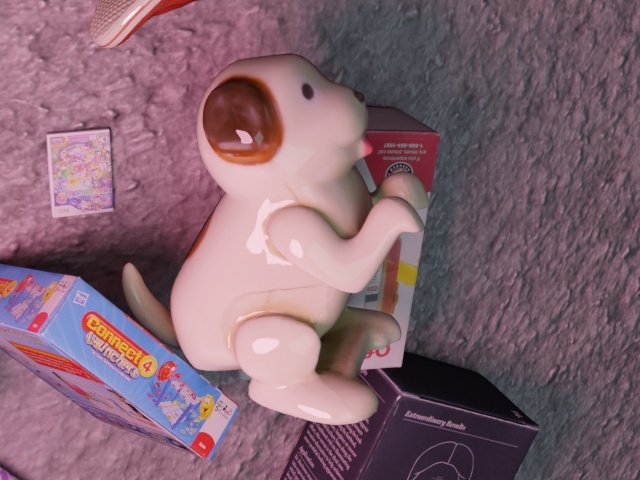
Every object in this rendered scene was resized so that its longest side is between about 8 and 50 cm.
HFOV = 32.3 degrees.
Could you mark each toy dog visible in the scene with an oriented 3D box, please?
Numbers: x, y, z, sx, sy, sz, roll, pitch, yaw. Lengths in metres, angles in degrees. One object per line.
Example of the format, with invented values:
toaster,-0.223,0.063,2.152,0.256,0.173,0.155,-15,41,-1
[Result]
toy dog,-0.050,-0.035,1.407,0.395,0.284,0.408,11,113,19

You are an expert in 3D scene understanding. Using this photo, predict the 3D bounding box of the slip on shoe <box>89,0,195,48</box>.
slip on shoe,-0.164,-0.357,1.466,0.331,0.123,0.101,-41,125,-10

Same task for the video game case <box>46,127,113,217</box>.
video game case,-0.336,-0.095,1.551,0.087,0.011,0.122,-8,114,-22

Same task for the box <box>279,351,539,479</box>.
box,0.122,0.403,1.849,0.293,0.212,0.396,19,102,-29

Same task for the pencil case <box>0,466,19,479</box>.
pencil case,-0.501,0.369,1.629,0.088,0.086,0.206,-31,122,17

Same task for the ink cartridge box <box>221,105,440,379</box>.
ink cartridge box,0.000,0.000,1.656,0.279,0.160,0.385,-1,112,-24

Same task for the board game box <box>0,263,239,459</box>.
board game box,-0.309,0.158,1.493,0.302,0.308,0.086,45,66,-32
